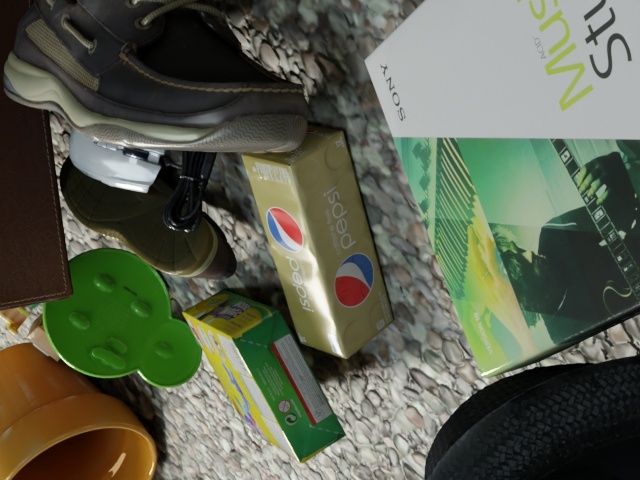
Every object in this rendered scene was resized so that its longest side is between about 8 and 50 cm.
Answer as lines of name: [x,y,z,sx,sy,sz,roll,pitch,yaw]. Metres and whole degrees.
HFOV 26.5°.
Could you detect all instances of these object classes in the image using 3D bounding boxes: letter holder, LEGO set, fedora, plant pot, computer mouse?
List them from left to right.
letter holder: [-0.377,-0.078,1.261,0.152,0.214,0.302,-1,97,53]
LEGO set: [-0.381,0.008,1.569,0.287,0.107,0.132,41,179,13]
plant pot: [-0.323,0.226,1.589,0.188,0.205,0.205,50,150,37]
computer mouse: [-0.168,-0.076,1.197,0.193,0.042,0.106,15,93,40]
fedora: [0.186,0.175,0.859,0.152,0.334,0.334,-119,13,-60]

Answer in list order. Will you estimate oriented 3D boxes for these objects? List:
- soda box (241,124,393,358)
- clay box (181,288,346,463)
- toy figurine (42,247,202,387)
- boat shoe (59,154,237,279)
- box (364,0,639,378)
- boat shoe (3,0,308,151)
soda box: [0.000,0.000,1.082,0.058,0.061,0.181,16,131,44]
clay box: [-0.059,0.115,1.226,0.127,0.053,0.222,62,167,-12]
toy figurine: [-0.219,0.091,1.426,0.173,0.130,0.159,34,164,-13]
boat shoe: [-0.160,-0.022,1.251,0.223,0.080,0.073,34,176,40]
box: [0.153,-0.074,0.765,0.322,0.058,0.232,-40,66,58]
boat shoe: [-0.140,-0.148,1.046,0.355,0.132,0.130,20,108,46]
